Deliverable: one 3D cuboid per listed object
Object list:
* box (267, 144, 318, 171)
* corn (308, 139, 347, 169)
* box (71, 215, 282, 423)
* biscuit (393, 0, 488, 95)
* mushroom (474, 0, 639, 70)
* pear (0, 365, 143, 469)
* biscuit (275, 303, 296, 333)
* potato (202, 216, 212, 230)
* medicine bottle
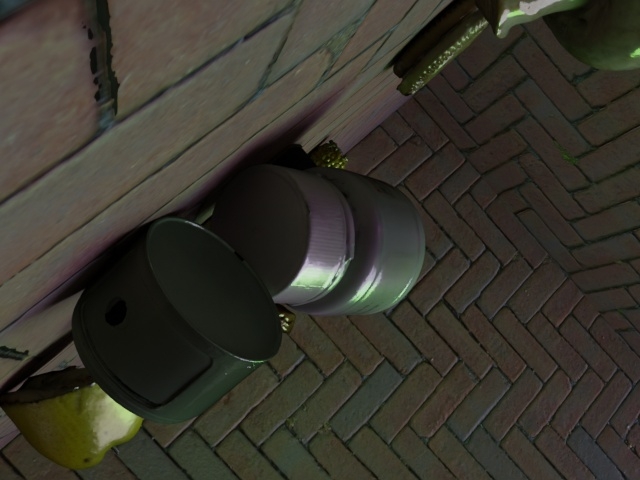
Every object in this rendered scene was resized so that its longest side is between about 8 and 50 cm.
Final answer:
[{"bbox_3d":[-0.071,-0.114,1.209,0.144,0.090,0.201,-42,-178,9],"label":"box"},{"bbox_3d":[-0.057,-0.144,1.631,0.305,0.106,0.106,-41,-177,2],"label":"corn"},{"bbox_3d":[-0.179,0.102,0.775,0.149,0.226,0.226,-41,-177,17],"label":"box"},{"bbox_3d":[0.251,-0.406,1.245,0.259,0.079,0.259,-41,-177,3],"label":"biscuit"},{"bbox_3d":[0.349,-0.355,0.765,0.290,0.297,0.297,-18,-179,-5],"label":"mushroom"},{"bbox_3d":[-0.429,0.321,1.086,0.267,0.177,0.267,-12,177,-1],"label":"pear"},{"bbox_3d":[-0.182,0.099,1.083,0.262,0.277,0.052,153,-43,-75],"label":"biscuit"},{"bbox_3d":[-0.231,0.029,1.213,0.243,0.098,0.138,-40,-179,43],"label":"potato"},{"bbox_3d":[0.000,0.000,1.016,0.256,0.256,0.325,-40,152,29],"label":"medicine bottle"}]
